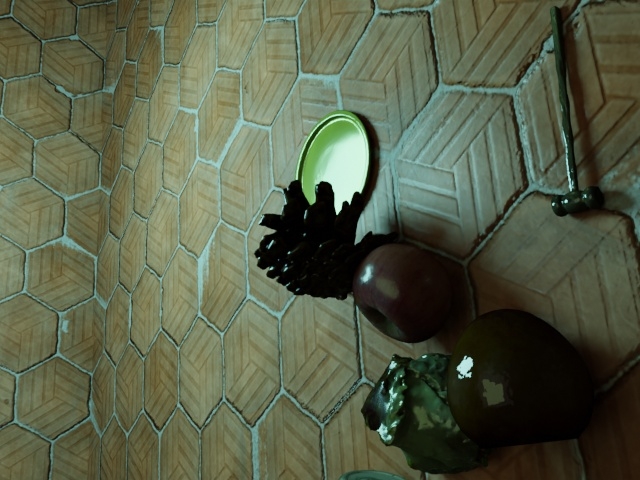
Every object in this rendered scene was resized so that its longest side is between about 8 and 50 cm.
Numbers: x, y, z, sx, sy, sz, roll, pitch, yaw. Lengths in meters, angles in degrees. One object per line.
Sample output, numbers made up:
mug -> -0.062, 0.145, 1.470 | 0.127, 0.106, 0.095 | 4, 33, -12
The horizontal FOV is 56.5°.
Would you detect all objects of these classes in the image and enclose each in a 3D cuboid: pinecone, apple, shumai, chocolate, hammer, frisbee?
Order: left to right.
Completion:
pinecone -> -0.001, -0.002, 0.987 | 0.201, 0.228, 0.203 | 44, 113, 38
frisbee -> 0.022, -0.137, 1.163 | 0.236, 0.017, 0.236 | -15, 71, 50
apple -> 0.123, 0.074, 0.881 | 0.120, 0.153, 0.153 | -49, 32, -19
shumai -> 0.146, 0.236, 0.818 | 0.184, 0.141, 0.184 | -14, 72, 54
chocolate -> 0.230, 0.160, 0.709 | 0.176, 0.176, 0.177 | -15, 71, 51
hammer -> 0.319, -0.176, 0.772 | 0.058, 0.029, 0.292 | -16, 68, 49

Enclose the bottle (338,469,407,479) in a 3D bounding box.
bottle -> 0.074, 0.484, 0.882 | 0.120, 0.120, 0.253 | -5, 80, 53
